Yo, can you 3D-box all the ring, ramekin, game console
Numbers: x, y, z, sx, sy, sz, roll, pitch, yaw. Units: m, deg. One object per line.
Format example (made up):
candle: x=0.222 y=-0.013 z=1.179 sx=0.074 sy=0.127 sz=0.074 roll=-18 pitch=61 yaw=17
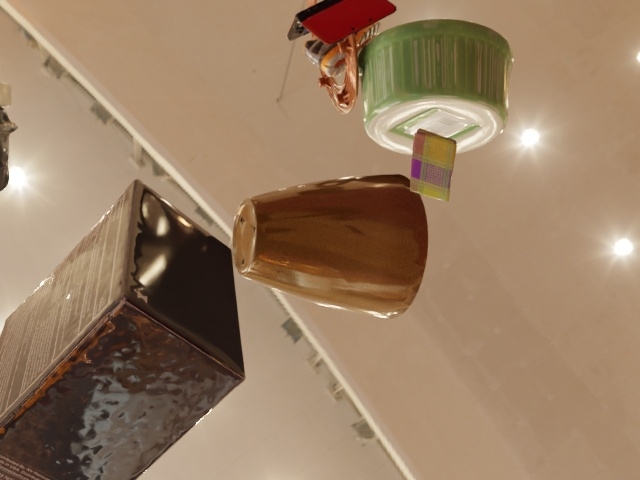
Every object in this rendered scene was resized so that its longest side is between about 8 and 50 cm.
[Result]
ring: x=0.012 y=-0.422 z=1.585 sx=0.032 sy=0.336 sz=0.336 roll=-14 pitch=-106 yaw=-11
ramekin: x=0.220 y=-0.280 z=1.503 sx=0.303 sy=0.303 sz=0.148 roll=4 pitch=-108 yaw=-9
game console: x=0.033 y=-0.357 z=1.285 sx=0.144 sy=0.124 sz=0.085 roll=-31 pitch=-93 yaw=-19

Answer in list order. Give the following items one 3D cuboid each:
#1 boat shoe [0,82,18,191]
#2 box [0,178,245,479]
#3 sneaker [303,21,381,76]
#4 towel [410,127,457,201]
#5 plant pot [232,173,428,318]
boat shoe: x=-0.313 y=-0.067 z=0.535 sx=0.255 sy=0.095 sz=0.079 roll=1 pitch=-83 yaw=19
box: x=-0.257 y=0.131 z=0.966 sx=0.183 sy=0.296 sz=0.294 roll=38 pitch=-72 yaw=-26
sneaker: x=0.050 y=-0.407 z=1.582 sx=0.083 sy=0.084 sz=0.215 roll=32 pitch=-136 yaw=20
towel: x=0.139 y=-0.093 z=0.965 sx=0.060 sy=0.083 sz=0.009 roll=22 pitch=-148 yaw=33
plant pot: x=0.000 y=0.000 z=1.221 sx=0.254 sy=0.237 sz=0.237 roll=5 pitch=-111 yaw=-24
